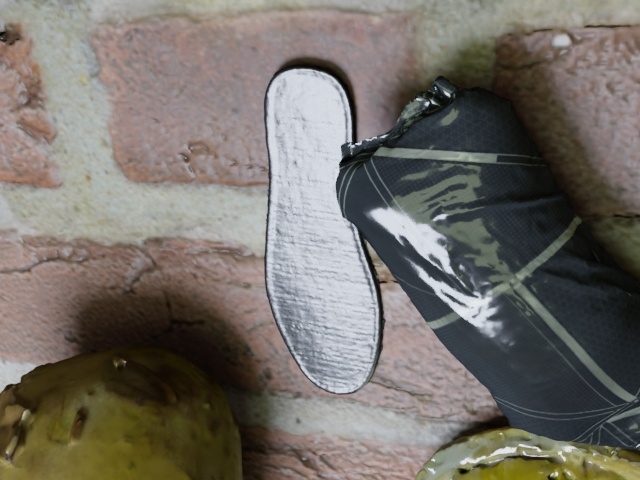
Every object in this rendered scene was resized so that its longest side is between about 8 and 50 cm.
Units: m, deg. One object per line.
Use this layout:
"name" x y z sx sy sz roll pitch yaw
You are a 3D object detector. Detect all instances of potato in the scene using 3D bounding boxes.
"potato" -0.180 0.210 1.003 0.247 0.196 0.299 17 151 -4

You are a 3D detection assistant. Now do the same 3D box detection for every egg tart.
"egg tart" 0.205 0.298 0.929 0.315 0.120 0.314 9 123 15

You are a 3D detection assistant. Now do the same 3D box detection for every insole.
"insole" 0.000 0.000 0.909 0.110 0.012 0.309 8 120 18

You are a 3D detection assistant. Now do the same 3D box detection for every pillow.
"pillow" 0.152 0.033 0.820 0.161 0.092 0.335 -32 103 28
